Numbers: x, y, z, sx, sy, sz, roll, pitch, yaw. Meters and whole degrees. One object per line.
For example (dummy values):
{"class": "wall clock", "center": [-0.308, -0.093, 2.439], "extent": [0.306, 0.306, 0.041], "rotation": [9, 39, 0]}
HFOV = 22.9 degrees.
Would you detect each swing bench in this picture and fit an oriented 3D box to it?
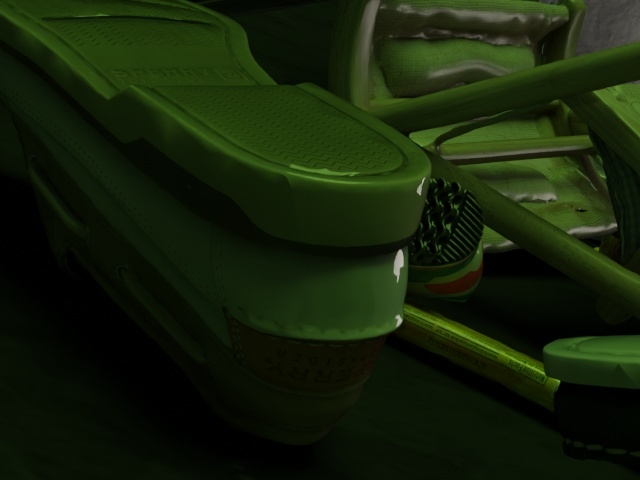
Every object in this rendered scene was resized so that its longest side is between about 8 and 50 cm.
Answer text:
{"class": "swing bench", "center": [0.172, -0.053, 0.895], "extent": [0.254, 0.165, 0.253], "rotation": [13, 13, 37]}

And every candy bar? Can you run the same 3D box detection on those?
{"class": "candy bar", "center": [0.084, 0.057, 0.685], "extent": [0.161, 0.018, 0.040], "rotation": [26, 6, 20]}

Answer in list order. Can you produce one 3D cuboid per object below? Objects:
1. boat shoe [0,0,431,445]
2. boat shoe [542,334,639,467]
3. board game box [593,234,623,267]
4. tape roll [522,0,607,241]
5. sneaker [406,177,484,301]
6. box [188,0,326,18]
{"class": "boat shoe", "center": [-0.068, -0.028, 0.604], "extent": [0.113, 0.103, 0.302], "rotation": [0, 22, -27]}
{"class": "boat shoe", "center": [0.192, 0.086, 0.582], "extent": [0.302, 0.091, 0.114], "rotation": [9, -2, -38]}
{"class": "board game box", "center": [0.265, 0.039, 0.996], "extent": [0.124, 0.039, 0.259], "rotation": [9, 12, -9]}
{"class": "tape roll", "center": [0.248, -0.135, 1.170], "extent": [0.274, 0.275, 0.090], "rotation": [24, 13, 12]}
{"class": "sneaker", "center": [0.000, 0.000, 0.742], "extent": [0.161, 0.057, 0.075], "rotation": [9, -27, 17]}
{"class": "box", "center": [-0.072, -0.181, 0.965], "extent": [0.290, 0.087, 0.169], "rotation": [-7, 5, 15]}
